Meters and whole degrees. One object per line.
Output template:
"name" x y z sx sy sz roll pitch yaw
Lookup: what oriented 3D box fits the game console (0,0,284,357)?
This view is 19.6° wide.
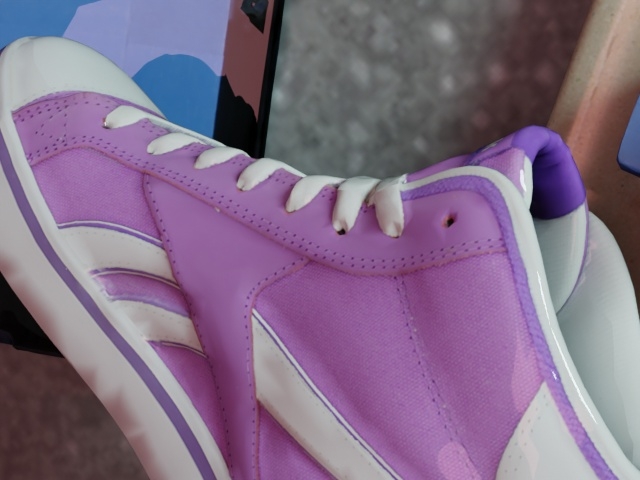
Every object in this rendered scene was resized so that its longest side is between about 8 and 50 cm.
"game console" -0.159 -0.104 0.668 0.173 0.250 0.293 12 97 47

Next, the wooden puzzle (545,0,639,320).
"wooden puzzle" 0.185 0.055 0.535 0.322 0.080 0.348 21 89 27

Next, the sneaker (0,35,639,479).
"sneaker" 0.001 0.000 0.573 0.161 0.102 0.282 -49 59 20
